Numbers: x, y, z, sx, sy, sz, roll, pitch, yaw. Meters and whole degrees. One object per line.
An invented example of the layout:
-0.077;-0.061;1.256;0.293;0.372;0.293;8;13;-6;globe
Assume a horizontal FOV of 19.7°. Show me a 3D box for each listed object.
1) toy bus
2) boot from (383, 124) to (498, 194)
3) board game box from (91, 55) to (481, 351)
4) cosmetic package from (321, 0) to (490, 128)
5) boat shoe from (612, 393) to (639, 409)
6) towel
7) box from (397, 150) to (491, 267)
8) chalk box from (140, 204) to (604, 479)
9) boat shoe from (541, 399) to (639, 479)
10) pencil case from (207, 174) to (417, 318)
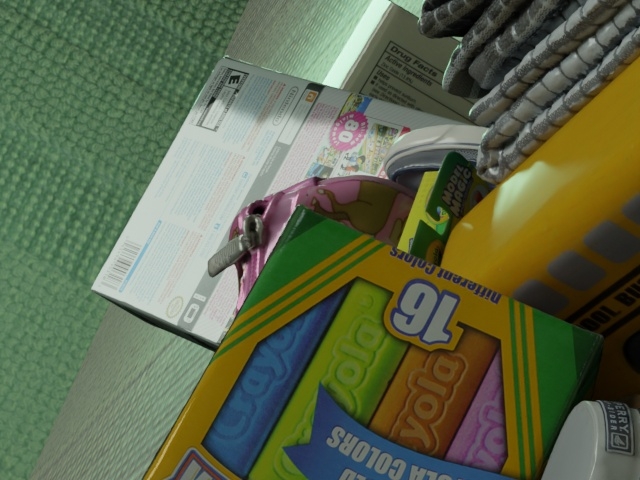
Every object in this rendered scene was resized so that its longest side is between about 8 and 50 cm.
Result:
0.195;-0.025;0.956;0.333;0.130;0.108;-45;19;51;toy bus
0.118;-0.023;1.225;0.190;0.069;0.086;3;57;31;boot
0.000;0.000;1.405;0.303;0.097;0.224;20;78;42;board game box
0.041;-0.050;1.602;0.296;0.153;0.129;-57;11;8;cosmetic package
0.181;0.101;0.877;0.207;0.073;0.073;126;167;-60;boat shoe
0.208;-0.172;1.049;0.235;0.121;0.284;-24;-14;-35;towel
0.093;0.036;1.146;0.043;0.179;0.105;-1;51;31;box
0.004;0.166;0.949;0.289;0.179;0.180;-61;-14;-22;chalk box
0.123;0.195;0.849;0.096;0.088;0.267;-91;16;-68;boat shoe
-0.009;0.154;1.144;0.160;0.167;0.386;107;172;-64;pencil case
